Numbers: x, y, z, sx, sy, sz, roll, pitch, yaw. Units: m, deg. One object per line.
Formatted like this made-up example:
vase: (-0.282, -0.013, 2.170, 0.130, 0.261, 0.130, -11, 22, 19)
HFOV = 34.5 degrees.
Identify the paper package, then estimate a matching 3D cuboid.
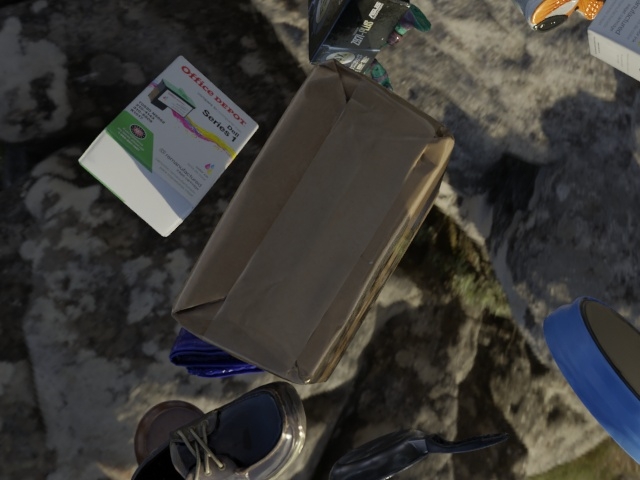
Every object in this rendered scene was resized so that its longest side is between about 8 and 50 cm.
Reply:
paper package: (0.000, 0.000, 1.155, 0.168, 0.325, 0.309, 31, 87, 6)

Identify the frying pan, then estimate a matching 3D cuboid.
frying pan: (0.126, 0.342, 1.624, 0.326, 0.197, 0.053, -29, 85, 59)

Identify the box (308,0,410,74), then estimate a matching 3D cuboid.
box: (0.046, -0.331, 1.334, 0.077, 0.180, 0.147, 12, 147, -20)

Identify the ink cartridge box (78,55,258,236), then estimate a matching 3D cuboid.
ink cartridge box: (-0.264, -0.174, 1.842, 0.201, 0.278, 0.117, 42, 132, -10)

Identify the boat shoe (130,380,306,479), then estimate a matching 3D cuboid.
boat shoe: (-0.157, 0.321, 1.513, 0.355, 0.130, 0.132, -43, 64, 36)

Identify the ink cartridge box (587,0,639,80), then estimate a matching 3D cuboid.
ink cartridge box: (0.440, -0.242, 1.188, 0.212, 0.093, 0.154, 35, 91, 19)

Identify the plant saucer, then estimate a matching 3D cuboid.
plant saucer: (-0.273, 0.388, 1.964, 0.168, 0.029, 0.169, -1, 85, 12)

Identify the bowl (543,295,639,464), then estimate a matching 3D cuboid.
bowl: (0.559, 0.258, 1.826, 0.391, 0.391, 0.077, 44, 112, -1)

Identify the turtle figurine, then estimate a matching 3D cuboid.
turtle figurine: (0.059, -0.274, 1.607, 0.118, 0.175, 0.234, 49, 128, 6)

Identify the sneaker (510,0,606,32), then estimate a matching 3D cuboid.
sneaker: (0.401, -0.425, 1.684, 0.121, 0.262, 0.099, 50, 137, 25)

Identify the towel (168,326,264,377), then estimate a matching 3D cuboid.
towel: (-0.095, 0.096, 1.669, 0.227, 0.308, 0.076, -5, 126, 18)
